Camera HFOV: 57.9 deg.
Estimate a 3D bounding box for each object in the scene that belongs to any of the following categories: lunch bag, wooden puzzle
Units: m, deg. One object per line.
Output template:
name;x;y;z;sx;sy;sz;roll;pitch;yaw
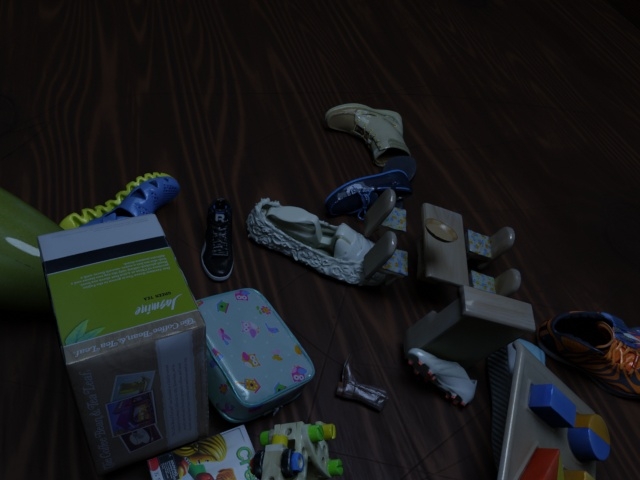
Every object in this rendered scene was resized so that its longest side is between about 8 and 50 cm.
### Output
lunch bag;-0.154;0.239;1.230;0.224;0.108;0.279;-12;55;-44
wooden puzzle;0.471;0.412;1.123;0.322;0.080;0.348;40;49;-26

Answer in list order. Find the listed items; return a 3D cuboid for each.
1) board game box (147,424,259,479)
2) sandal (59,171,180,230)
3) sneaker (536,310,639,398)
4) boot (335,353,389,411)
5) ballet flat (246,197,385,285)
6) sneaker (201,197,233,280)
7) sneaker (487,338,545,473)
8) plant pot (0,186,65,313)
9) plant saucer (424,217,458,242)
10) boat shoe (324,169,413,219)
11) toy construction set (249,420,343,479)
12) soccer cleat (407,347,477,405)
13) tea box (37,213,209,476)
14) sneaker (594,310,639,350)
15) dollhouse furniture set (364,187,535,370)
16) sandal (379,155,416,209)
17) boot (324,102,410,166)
board game box;-0.175;0.508;1.041;0.193;0.053;0.305;-15;54;-24
sandal;-0.472;-0.051;1.433;0.138;0.126;0.317;41;61;18
sneaker;0.676;0.267;1.347;0.321;0.180;0.124;21;71;12
boot;0.100;0.315;1.285;0.114;0.037;0.106;15;61;5
ballet flat;0.000;0.000;1.479;0.409;0.147;0.147;19;48;3
sneaker;-0.257;-0.016;1.439;0.079;0.121;0.217;0;49;-12
sneaker;0.462;0.371;1.256;0.150;0.135;0.366;14;52;-6
plant pot;-0.649;0.042;1.233;0.293;0.275;0.275;24;46;-12
plant saucer;0.266;-0.019;1.288;0.083;0.015;0.083;20;31;-12
boat shoe;0.140;-0.126;1.613;0.258;0.109;0.089;-24;59;-9
toy construction set;-0.033;0.458;1.004;0.151;0.215;0.327;-23;44;9
soccer cleat;0.270;0.290;1.287;0.196;0.068;0.076;42;64;-16
tea box;-0.360;0.185;1.072;0.220;0.329;0.323;-13;45;-24
sneaker;0.785;0.263;1.471;0.221;0.083;0.087;20;61;12
dollhouse furniture set;0.318;0.066;1.356;0.362;0.256;0.394;17;53;-18
sandal;0.219;-0.156;1.728;0.097;0.054;0.254;16;57;11
boot;0.149;-0.331;1.833;0.262;0.095;0.203;5;49;-14
